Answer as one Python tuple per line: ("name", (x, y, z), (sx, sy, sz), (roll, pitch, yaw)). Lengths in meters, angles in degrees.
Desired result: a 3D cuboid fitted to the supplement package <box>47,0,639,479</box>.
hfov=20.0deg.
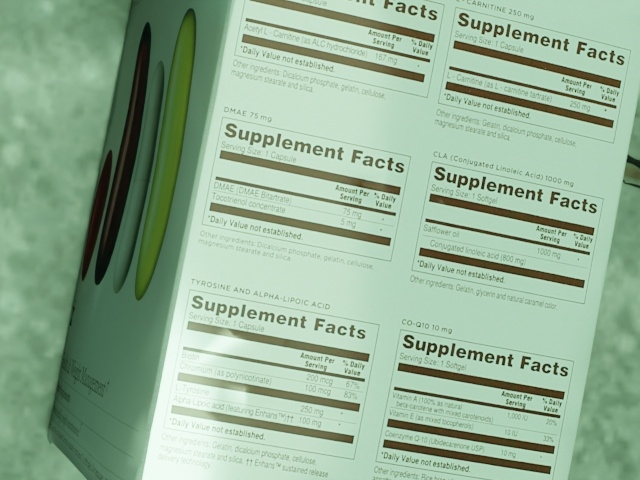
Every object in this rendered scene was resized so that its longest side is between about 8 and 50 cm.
("supplement package", (0.000, 0.000, 0.669), (0.149, 0.194, 0.203), (11, 88, -16))
